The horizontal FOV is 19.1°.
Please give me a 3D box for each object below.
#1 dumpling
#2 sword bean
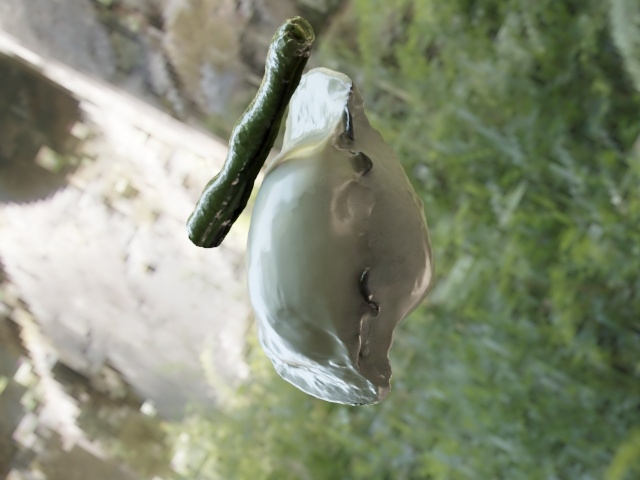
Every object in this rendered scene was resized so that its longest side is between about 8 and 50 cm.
[{"bbox_3d":[0.005,0.003,1.659,0.227,0.175,0.243,-14,49,64],"label":"dumpling"},{"bbox_3d":[-0.057,-0.088,1.592,0.043,0.038,0.269,-30,-22,-39],"label":"sword bean"}]
